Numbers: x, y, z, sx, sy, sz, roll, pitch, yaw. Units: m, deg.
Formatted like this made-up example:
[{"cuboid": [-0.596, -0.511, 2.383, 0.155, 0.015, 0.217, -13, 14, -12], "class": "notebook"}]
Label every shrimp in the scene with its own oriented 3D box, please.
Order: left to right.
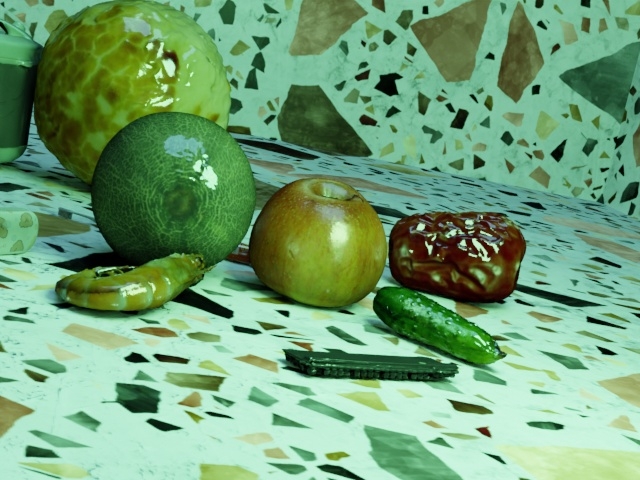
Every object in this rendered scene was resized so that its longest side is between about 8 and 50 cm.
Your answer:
[{"cuboid": [-0.234, 0.054, 1.657, 0.150, 0.068, 0.248, 13, 13, 37], "class": "shrimp"}]

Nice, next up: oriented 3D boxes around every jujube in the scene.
[{"cuboid": [0.227, 0.025, 2.140, 0.230, 0.155, 0.155, 4, 10, 4], "class": "jujube"}]

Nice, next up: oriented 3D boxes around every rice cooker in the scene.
[{"cuboid": [-0.677, -0.296, 2.416, 0.288, 0.277, 0.288, 9, 10, -2], "class": "rice cooker"}]

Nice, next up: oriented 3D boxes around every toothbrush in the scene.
[{"cuboid": [-0.352, -0.025, 2.084, 0.167, 0.014, 0.011, 17, 9, 11], "class": "toothbrush"}]

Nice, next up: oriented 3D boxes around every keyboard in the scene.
[{"cuboid": [0.063, 0.154, 1.583, 0.231, 0.023, 0.072, 6, 5, -33], "class": "keyboard"}]

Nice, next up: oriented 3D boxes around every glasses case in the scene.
[{"cuboid": [-0.451, -0.013, 1.741, 0.041, 0.063, 0.164, 16, 10, 33], "class": "glasses case"}]

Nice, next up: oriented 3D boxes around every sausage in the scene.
[{"cuboid": [-0.159, 0.011, 2.054, 0.129, 0.034, 0.034, 13, 10, 4], "class": "sausage"}]

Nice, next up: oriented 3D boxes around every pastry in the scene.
[{"cuboid": [-0.361, -0.260, 2.385, 0.388, 0.389, 0.312, 15, 25, 14], "class": "pastry"}]

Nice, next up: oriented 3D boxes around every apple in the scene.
[{"cuboid": [0.000, 0.000, 1.914, 0.210, 0.173, 0.235, 7, 12, -27], "class": "apple"}]

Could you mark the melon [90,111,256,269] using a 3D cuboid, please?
[{"cuboid": [-0.214, -0.069, 1.861, 0.237, 0.238, 0.301, 11, 6, -11], "class": "melon"}]

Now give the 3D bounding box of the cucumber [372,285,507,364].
[{"cuboid": [0.163, 0.121, 1.772, 0.227, 0.069, 0.069, 25, 16, 37], "class": "cucumber"}]
